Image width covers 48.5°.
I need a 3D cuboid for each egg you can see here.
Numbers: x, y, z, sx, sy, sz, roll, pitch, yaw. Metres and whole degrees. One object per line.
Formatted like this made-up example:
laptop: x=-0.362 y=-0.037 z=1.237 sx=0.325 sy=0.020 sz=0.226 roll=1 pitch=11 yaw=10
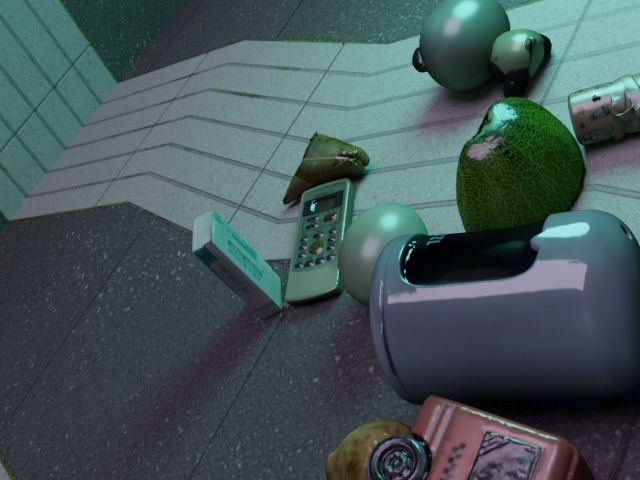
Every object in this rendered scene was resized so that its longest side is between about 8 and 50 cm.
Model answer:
egg: x=0.107 y=0.023 z=1.186 sx=0.149 sy=0.149 sz=0.192 roll=-8 pitch=46 yaw=37

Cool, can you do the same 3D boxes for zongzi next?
zongzi: x=0.008 y=-0.133 z=1.495 sx=0.160 sy=0.078 sz=0.176 roll=26 pitch=83 yaw=51

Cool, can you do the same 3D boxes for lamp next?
lamp: x=0.312 y=-0.381 z=1.390 sx=0.243 sy=0.198 sz=0.198 roll=27 pitch=73 yaw=27

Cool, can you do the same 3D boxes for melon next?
melon: x=0.322 y=-0.121 z=1.121 sx=0.129 sy=0.169 sz=0.265 roll=17 pitch=67 yaw=47

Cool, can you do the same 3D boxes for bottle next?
bottle: x=0.481 y=-0.214 z=1.134 sx=0.152 sy=0.099 sz=0.099 roll=-12 pitch=46 yaw=28

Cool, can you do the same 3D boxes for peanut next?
peanut: x=0.075 y=0.309 z=0.958 sx=0.159 sy=0.109 sz=0.141 roll=-32 pitch=36 yaw=61

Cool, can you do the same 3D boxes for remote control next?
remote control: x=0.000 y=0.000 z=1.396 sx=0.123 sy=0.038 sz=0.285 roll=-15 pitch=45 yaw=30

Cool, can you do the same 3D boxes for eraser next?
eraser: x=-0.153 y=0.047 z=1.331 sx=0.052 sy=0.225 sz=0.096 roll=-29 pitch=39 yaw=16

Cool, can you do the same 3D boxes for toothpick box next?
toothpick box: x=0.269 y=0.098 z=0.911 sx=0.354 sy=0.263 sz=0.263 roll=-10 pitch=48 yaw=31

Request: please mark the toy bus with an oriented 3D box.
toy bus: x=0.136 y=0.403 z=0.753 sx=0.233 sy=0.203 sz=0.427 roll=6 pitch=56 yaw=39
